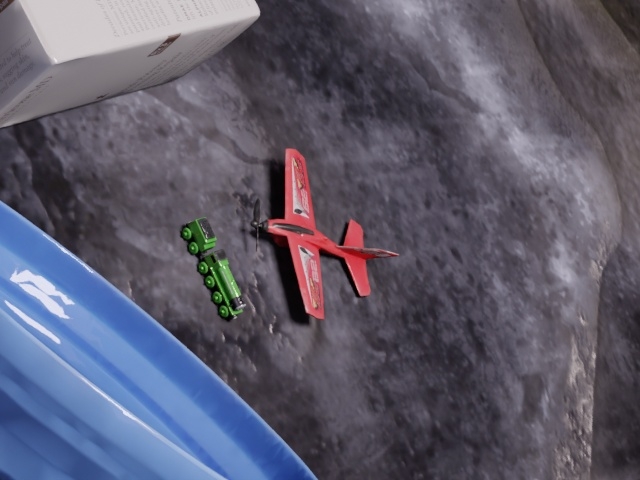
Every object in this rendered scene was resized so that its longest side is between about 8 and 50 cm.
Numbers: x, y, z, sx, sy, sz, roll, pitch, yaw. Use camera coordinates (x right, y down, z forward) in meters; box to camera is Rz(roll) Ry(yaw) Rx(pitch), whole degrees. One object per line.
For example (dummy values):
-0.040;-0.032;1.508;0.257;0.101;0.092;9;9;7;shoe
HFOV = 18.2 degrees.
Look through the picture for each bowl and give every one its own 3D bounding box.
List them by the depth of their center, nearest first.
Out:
-0.160;0.076;1.210;0.391;0.077;0.391;40;2;-2;bowl

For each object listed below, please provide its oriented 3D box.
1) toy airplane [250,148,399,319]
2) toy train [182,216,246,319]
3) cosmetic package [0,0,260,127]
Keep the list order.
0.000;0.000;1.619;0.151;0.028;0.151;23;53;-35;toy airplane
-0.080;0.021;1.530;0.017;0.024;0.083;-18;79;-49;toy train
-0.165;-0.157;1.484;0.231;0.117;0.085;-24;83;-49;cosmetic package
